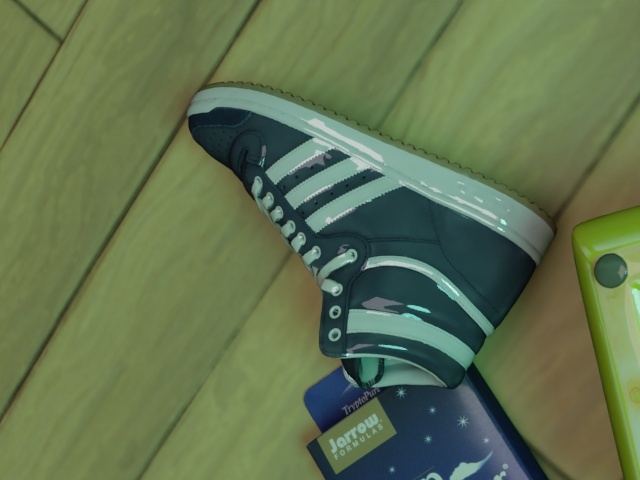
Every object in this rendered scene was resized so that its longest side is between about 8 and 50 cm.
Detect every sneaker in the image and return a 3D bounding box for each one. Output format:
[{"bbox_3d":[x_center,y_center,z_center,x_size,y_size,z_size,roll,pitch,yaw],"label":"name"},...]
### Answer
[{"bbox_3d":[0.000,0.000,0.789,0.282,0.099,0.153,24,79,23],"label":"sneaker"}]

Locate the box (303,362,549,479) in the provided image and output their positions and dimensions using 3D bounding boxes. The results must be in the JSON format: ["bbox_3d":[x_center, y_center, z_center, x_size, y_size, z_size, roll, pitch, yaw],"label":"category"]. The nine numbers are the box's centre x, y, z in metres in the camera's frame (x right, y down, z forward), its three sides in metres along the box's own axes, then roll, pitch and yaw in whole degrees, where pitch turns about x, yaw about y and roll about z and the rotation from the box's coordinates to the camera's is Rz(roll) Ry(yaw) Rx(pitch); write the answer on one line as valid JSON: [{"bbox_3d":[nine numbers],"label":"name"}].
[{"bbox_3d":[0.082,0.170,0.801,0.136,0.036,0.225,-38,71,21],"label":"box"}]

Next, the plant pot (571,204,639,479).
[{"bbox_3d":[0.266,0.062,0.597,0.227,0.207,0.228,-16,81,34],"label":"plant pot"}]
